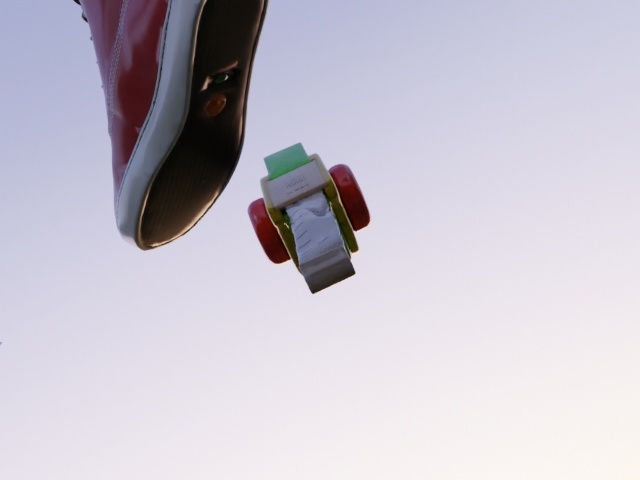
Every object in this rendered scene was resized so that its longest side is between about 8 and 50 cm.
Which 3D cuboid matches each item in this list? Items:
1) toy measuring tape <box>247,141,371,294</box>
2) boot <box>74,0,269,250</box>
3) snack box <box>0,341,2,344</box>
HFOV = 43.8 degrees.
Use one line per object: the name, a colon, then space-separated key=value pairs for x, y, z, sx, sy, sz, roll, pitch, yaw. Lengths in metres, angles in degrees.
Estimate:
toy measuring tape: x=0.000 y=0.000 z=0.717 sx=0.121 sy=0.330 sz=0.121 roll=-3 pitch=-68 yaw=-8
boot: x=-0.137 y=-0.125 z=0.572 sx=0.088 sy=0.176 sz=0.244 roll=-26 pitch=-33 yaw=-44
snack box: x=-0.418 y=0.183 z=0.815 sx=0.070 sy=0.207 sz=0.174 roll=31 pitch=-93 yaw=-13
